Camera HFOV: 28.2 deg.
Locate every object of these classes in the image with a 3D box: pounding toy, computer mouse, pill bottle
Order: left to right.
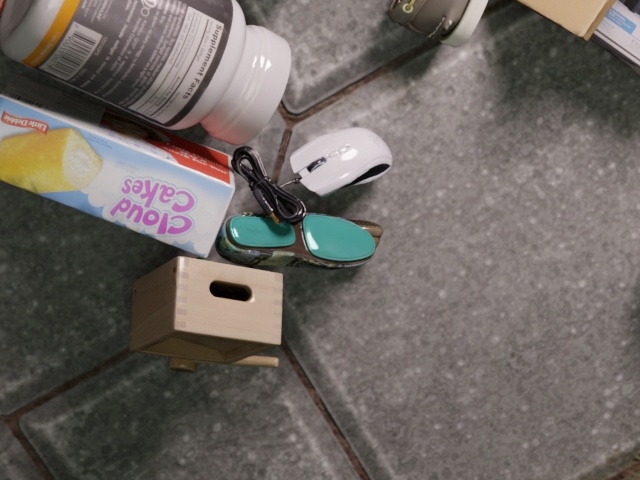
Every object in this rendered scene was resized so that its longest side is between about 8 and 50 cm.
[{"bbox_3d":[-0.180,-0.212,1.340,0.278,0.162,0.162,23,102,-29],"label":"pill bottle"},{"bbox_3d":[-0.123,0.088,1.452,0.181,0.206,0.094,11,71,-28],"label":"pounding toy"},{"bbox_3d":[0.004,-0.088,1.430,0.193,0.042,0.106,-25,67,-31],"label":"computer mouse"}]

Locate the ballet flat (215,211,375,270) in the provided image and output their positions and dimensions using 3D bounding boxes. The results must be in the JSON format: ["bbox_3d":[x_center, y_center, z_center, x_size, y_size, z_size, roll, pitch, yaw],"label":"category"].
[{"bbox_3d":[-0.032,0.004,1.429,0.188,0.070,0.070,9,104,-25],"label":"ballet flat"}]

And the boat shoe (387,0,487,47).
[{"bbox_3d":[0.164,-0.365,1.386,0.091,0.109,0.305,16,106,-15],"label":"boat shoe"}]

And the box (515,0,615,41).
[{"bbox_3d":[0.290,-0.333,1.388,0.021,0.164,0.201,26,102,-45],"label":"box"}]

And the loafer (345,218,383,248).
[{"bbox_3d":[0.000,0.000,1.492,0.148,0.056,0.050,3,98,-7],"label":"loafer"}]

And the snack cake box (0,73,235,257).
[{"bbox_3d":[-0.230,-0.085,1.395,0.264,0.152,0.089,21,102,-11],"label":"snack cake box"}]

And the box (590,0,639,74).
[{"bbox_3d":[0.402,-0.339,1.430,0.169,0.087,0.290,33,99,-13],"label":"box"}]

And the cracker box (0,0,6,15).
[{"bbox_3d":[-0.404,-0.362,1.347,0.232,0.067,0.155,28,100,-12],"label":"cracker box"}]
